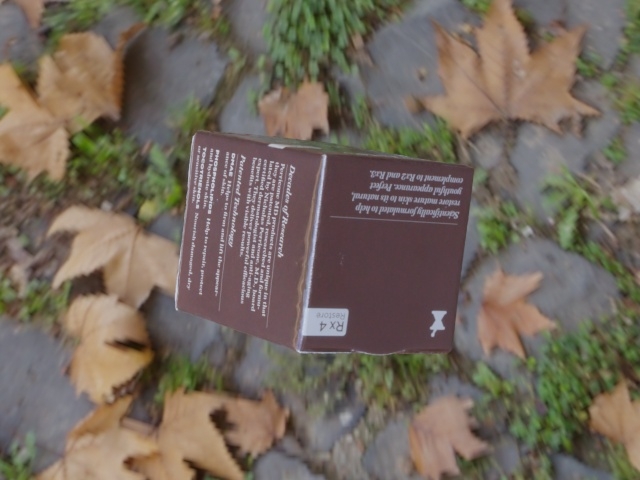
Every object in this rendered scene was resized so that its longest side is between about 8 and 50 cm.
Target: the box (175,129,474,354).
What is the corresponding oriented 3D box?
[{"bbox_3d":[0.000,0.000,1.547,0.168,0.203,0.167,3,96,-37],"label":"box"}]
